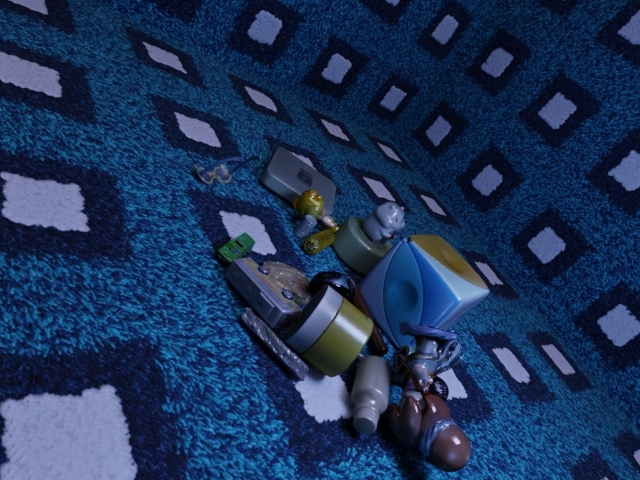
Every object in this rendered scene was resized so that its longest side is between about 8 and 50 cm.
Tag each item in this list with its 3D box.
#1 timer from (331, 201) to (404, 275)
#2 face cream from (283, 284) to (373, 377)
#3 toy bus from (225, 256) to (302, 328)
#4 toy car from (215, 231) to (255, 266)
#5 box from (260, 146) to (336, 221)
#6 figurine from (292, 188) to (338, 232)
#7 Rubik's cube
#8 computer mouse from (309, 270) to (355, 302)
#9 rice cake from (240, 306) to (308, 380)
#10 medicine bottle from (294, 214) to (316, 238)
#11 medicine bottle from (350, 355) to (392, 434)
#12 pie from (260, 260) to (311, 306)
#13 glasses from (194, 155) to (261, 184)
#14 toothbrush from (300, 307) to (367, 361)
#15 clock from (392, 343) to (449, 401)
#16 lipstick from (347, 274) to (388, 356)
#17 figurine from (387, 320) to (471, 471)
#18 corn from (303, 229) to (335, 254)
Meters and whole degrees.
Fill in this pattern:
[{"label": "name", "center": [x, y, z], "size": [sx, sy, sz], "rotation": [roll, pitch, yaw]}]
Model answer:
[{"label": "timer", "center": [0.248, -0.039, 2.033], "size": [0.291, 0.315, 0.290], "rotation": [30, 29, -19]}, {"label": "face cream", "center": [0.025, 0.275, 1.386], "size": [0.179, 0.218, 0.218], "rotation": [39, 27, -4]}, {"label": "toy bus", "center": [-0.179, 0.160, 1.410], "size": [0.268, 0.092, 0.106], "rotation": [42, 23, 26]}, {"label": "toy car", "center": [-0.284, 0.027, 1.543], "size": [0.071, 0.062, 0.165], "rotation": [42, 27, 3]}, {"label": "box", "center": [-0.098, -0.274, 2.205], "size": [0.367, 0.090, 0.373], "rotation": [34, 27, -13]}, {"label": "figurine", "center": [-0.014, -0.123, 1.992], "size": [0.246, 0.131, 0.156], "rotation": [44, 10, -29]}, {"label": "Rubik's cube", "center": [0.409, 0.200, 1.835], "size": [0.347, 0.351, 0.352], "rotation": [52, 27, 22]}, {"label": "computer mouse", "center": [0.045, 0.161, 1.616], "size": [0.138, 0.096, 0.233], "rotation": [9, -17, 18]}, {"label": "rice cake", "center": [-0.135, 0.301, 1.331], "size": [0.270, 0.049, 0.055], "rotation": [44, -9, 9]}, {"label": "medicine bottle", "center": [-0.063, -0.057, 1.914], "size": [0.058, 0.091, 0.058], "rotation": [30, 29, -19]}, {"label": "medicine bottle", "center": [0.150, 0.463, 1.372], "size": [0.114, 0.114, 0.252], "rotation": [38, 27, -4]}, {"label": "pie", "center": [-0.118, 0.139, 1.595], "size": [0.218, 0.052, 0.185], "rotation": [27, 30, -20]}, {"label": "glasses", "center": [-0.353, -0.274, 1.792], "size": [0.190, 0.221, 0.087], "rotation": [-18, 101, -60]}, {"label": "toothbrush", "center": [0.059, 0.341, 1.533], "size": [0.414, 0.035, 0.042], "rotation": [36, 48, -7]}, {"label": "clock", "center": [0.362, 0.484, 1.625], "size": [0.196, 0.100, 0.194], "rotation": [38, 26, -5]}, {"label": "lipstick", "center": [0.161, 0.276, 1.731], "size": [0.057, 0.057, 0.356], "rotation": [16, 35, -38]}, {"label": "figurine", "center": [0.333, 0.460, 1.384], "size": [0.249, 0.387, 0.276], "rotation": [9, -12, 13]}, {"label": "corn", "center": [0.000, 0.000, 1.920], "size": [0.080, 0.080, 0.231], "rotation": [44, 28, 8]}]
